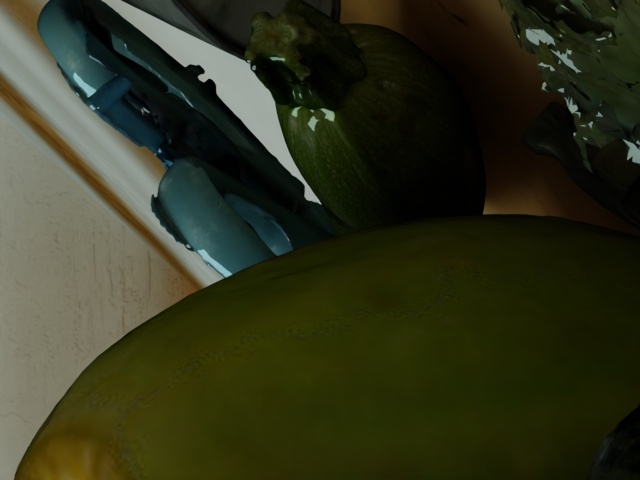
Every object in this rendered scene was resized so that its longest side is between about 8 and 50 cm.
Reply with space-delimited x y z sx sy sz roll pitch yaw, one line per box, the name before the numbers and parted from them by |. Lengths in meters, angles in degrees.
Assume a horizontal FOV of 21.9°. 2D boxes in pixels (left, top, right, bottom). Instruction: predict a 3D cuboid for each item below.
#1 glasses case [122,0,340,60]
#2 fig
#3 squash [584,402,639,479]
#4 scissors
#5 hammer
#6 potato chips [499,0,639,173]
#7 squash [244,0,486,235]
glasses case | -0.106 -0.148 0.670 0.299 0.060 0.114 32 166 51
fig | 0.045 0.113 0.531 0.258 0.258 0.326 36 -168 38
squash | 0.141 0.103 0.360 0.193 0.193 0.156 40 -170 18
scissors | -0.001 0.000 0.769 0.180 0.032 0.393 55 -169 28
hammer | 0.096 -0.034 0.460 0.062 0.017 0.182 41 171 6
potato chips | 0.015 -0.108 0.393 0.220 0.029 0.202 45 170 16
squash | 0.027 -0.030 0.618 0.066 0.066 0.252 40 176 15
